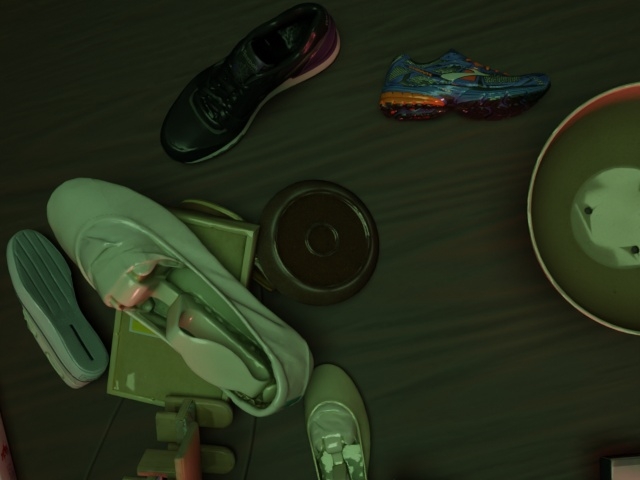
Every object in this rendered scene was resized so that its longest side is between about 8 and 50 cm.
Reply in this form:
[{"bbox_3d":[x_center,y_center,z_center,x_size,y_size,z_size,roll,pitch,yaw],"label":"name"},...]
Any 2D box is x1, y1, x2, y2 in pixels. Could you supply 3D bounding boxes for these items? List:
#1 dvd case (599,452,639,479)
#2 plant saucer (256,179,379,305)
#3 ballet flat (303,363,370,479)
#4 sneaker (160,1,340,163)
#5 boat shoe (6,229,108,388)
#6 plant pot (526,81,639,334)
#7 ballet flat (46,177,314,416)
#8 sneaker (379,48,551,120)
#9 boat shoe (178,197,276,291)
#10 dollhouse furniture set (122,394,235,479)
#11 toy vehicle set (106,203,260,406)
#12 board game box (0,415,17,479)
[{"bbox_3d":[0.425,0.381,1.172,0.179,0.029,0.239,1,87,-21],"label":"dvd case"},{"bbox_3d":[0.000,0.000,1.238,0.168,0.029,0.169,3,79,-14],"label":"plant saucer"},{"bbox_3d":[0.027,0.284,1.229,0.086,0.086,0.249,-12,87,6],"label":"ballet flat"},{"bbox_3d":[-0.106,-0.214,1.238,0.283,0.124,0.107,-40,84,4],"label":"sneaker"},{"bbox_3d":[-0.368,0.098,1.279,0.076,0.083,0.226,-40,72,39],"label":"boat shoe"},{"bbox_3d":[0.382,-0.034,1.147,0.283,0.191,0.284,0,89,6],"label":"plant pot"},{"bbox_3d":[-0.177,0.068,1.147,0.400,0.139,0.139,39,92,-2],"label":"ballet flat"},{"bbox_3d":[0.186,-0.207,1.232,0.221,0.083,0.087,0,80,3],"label":"sneaker"},{"bbox_3d":[-0.116,0.005,1.254,0.178,0.064,0.060,30,63,4],"label":"boat shoe"},{"bbox_3d":[-0.139,0.350,1.187,0.160,0.212,0.242,4,115,8],"label":"dollhouse furniture set"},{"bbox_3d":[-0.182,0.092,1.242,0.165,0.035,0.267,13,107,6],"label":"toy vehicle set"},{"bbox_3d":[-0.509,0.358,1.298,0.192,0.053,0.306,-16,87,6],"label":"board game box"}]
